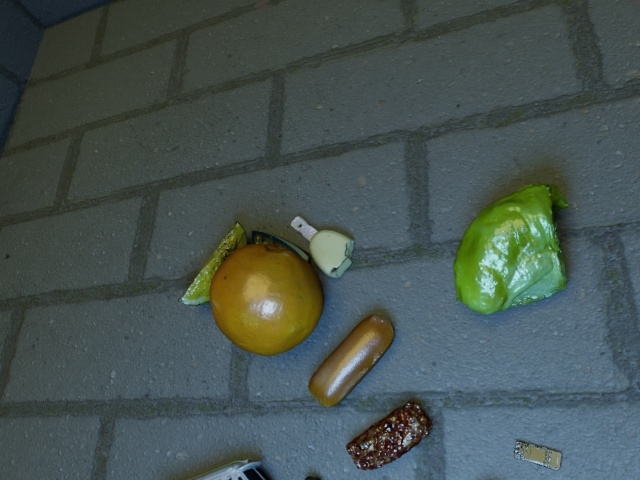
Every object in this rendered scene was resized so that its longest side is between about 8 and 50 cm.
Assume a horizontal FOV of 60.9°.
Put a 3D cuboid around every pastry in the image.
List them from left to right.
[{"bbox_3d":[0.161,0.468,1.286,0.208,0.115,0.097,-35,68,5],"label":"pastry"}]

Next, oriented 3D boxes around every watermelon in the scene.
[{"bbox_3d":[-0.325,0.085,1.694,0.123,0.129,0.301,27,75,31],"label":"watermelon"}]

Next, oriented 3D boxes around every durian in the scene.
[{"bbox_3d":[0.458,0.026,1.299,0.339,0.204,0.256,-24,70,10],"label":"durian"}]

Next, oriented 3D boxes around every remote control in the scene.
[{"bbox_3d":[0.472,0.468,1.186,0.096,0.014,0.039,8,70,30],"label":"remote control"}]

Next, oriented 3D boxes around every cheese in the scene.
[{"bbox_3d":[0.000,0.000,1.624,0.127,0.050,0.255,-48,55,-1],"label":"cheese"}]

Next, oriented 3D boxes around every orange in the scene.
[{"bbox_3d":[-0.143,0.157,1.468,0.312,0.312,0.312,-11,62,21],"label":"orange"}]

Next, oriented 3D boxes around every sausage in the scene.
[{"bbox_3d":[0.082,0.309,1.404,0.274,0.105,0.105,-48,55,-2],"label":"sausage"}]

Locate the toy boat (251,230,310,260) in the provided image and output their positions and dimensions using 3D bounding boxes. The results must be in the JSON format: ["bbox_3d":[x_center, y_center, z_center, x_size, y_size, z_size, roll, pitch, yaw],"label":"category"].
[{"bbox_3d":[-0.120,0.022,1.667,0.229,0.080,0.046,22,43,33],"label":"toy boat"}]

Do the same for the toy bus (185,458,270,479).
[{"bbox_3d":[-0.254,0.665,1.356,0.305,0.143,0.179,-25,64,12],"label":"toy bus"}]

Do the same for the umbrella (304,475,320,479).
[{"bbox_3d":[-0.040,0.735,1.272,0.067,0.073,0.337,5,66,7],"label":"umbrella"}]
